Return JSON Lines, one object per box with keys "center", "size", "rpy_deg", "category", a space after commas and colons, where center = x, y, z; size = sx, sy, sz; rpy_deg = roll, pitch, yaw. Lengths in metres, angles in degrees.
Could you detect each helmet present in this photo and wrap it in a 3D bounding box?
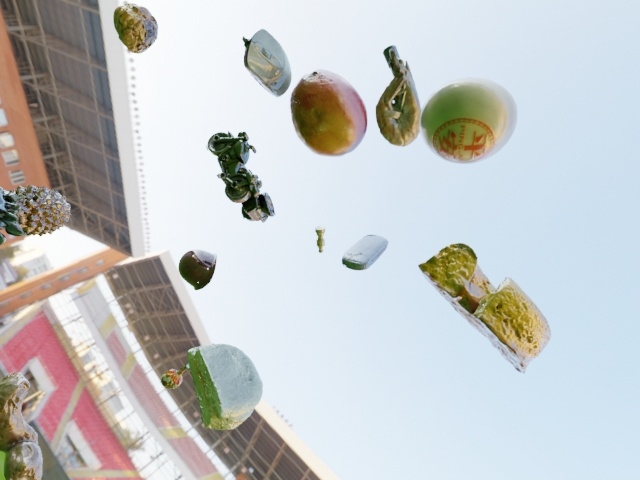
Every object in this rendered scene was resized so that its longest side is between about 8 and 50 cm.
{"center": [-0.463, 0.098, 1.474], "size": [0.155, 0.106, 0.175], "rpy_deg": [-50, -144, 9], "category": "helmet"}

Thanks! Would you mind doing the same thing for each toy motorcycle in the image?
{"center": [-0.219, -0.181, 1.165], "size": [0.205, 0.127, 0.275], "rpy_deg": [61, 6, -68], "category": "toy motorcycle"}

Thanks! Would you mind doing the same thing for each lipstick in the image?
{"center": [0.289, -0.582, 1.433], "size": [0.053, 0.053, 0.234], "rpy_deg": [-33, -107, 49], "category": "lipstick"}

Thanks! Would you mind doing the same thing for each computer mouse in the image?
{"center": [-0.127, -0.460, 1.058], "size": [0.068, 0.229, 0.113], "rpy_deg": [18, -94, 21], "category": "computer mouse"}

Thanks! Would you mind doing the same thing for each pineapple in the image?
{"center": [-0.461, -0.042, 0.622], "size": [0.103, 0.083, 0.221], "rpy_deg": [58, -2, -6], "category": "pineapple"}

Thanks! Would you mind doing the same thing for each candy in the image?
{"center": [-0.356, 0.337, 1.086], "size": [0.055, 0.184, 0.049], "rpy_deg": [47, 6, -36], "category": "candy"}

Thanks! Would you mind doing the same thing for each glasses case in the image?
{"center": [0.179, 0.042, 1.576], "size": [0.109, 0.282, 0.067], "rpy_deg": [13, -61, 26], "category": "glasses case"}

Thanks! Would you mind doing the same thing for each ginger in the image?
{"center": [-0.610, 0.411, 0.799], "size": [0.122, 0.084, 0.290], "rpy_deg": [-5, -86, 55], "category": "ginger"}

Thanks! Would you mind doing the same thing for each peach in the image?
{"center": [0.019, -0.407, 1.294], "size": [0.238, 0.281, 0.281], "rpy_deg": [-2, -68, 51], "category": "peach"}

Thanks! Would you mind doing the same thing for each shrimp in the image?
{"center": [0.252, -0.471, 1.348], "size": [0.077, 0.168, 0.317], "rpy_deg": [33, -36, 67], "category": "shrimp"}

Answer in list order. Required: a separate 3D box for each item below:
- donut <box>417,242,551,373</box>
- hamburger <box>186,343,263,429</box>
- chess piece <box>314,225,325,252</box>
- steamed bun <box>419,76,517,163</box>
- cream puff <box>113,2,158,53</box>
{"center": [0.528, 0.201, 1.267], "size": [0.377, 0.163, 0.435], "rpy_deg": [46, 3, -34], "category": "donut"}
{"center": [-0.119, 0.182, 0.528], "size": [0.121, 0.084, 0.054], "rpy_deg": [50, -59, 38], "category": "hamburger"}
{"center": [0.000, 0.000, 1.333], "size": [0.035, 0.035, 0.092], "rpy_deg": [18, -58, 36], "category": "chess piece"}
{"center": [0.359, -0.276, 0.992], "size": [0.231, 0.145, 0.232], "rpy_deg": [13, -24, 6], "category": "steamed bun"}
{"center": [-0.531, -0.611, 1.166], "size": [0.104, 0.119, 0.133], "rpy_deg": [17, -75, 4], "category": "cream puff"}
